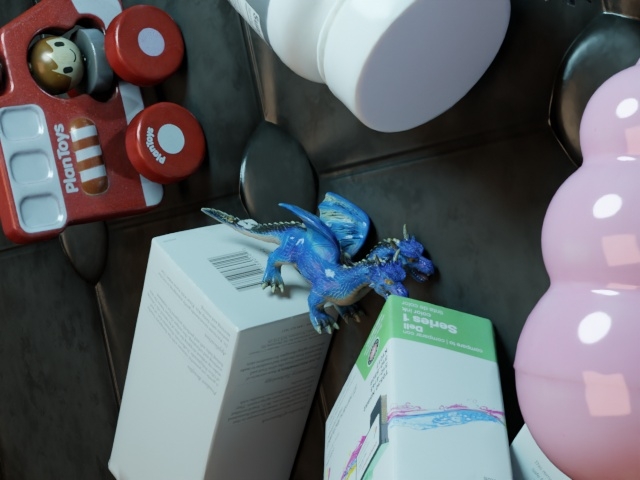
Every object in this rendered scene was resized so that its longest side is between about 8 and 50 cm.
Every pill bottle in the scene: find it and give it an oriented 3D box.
[{"bbox_3d":[0.001,-0.278,1.133,0.361,0.204,0.204,50,134,30],"label":"pill bottle"}]

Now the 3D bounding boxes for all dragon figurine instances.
[{"bbox_3d":[0.000,0.000,1.302,0.289,0.085,0.144,41,128,31],"label":"dragon figurine"}]

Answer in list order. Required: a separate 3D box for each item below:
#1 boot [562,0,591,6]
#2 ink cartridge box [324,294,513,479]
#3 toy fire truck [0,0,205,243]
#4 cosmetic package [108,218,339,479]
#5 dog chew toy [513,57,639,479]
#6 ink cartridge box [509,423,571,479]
[{"bbox_3d":[0.212,-0.249,0.962,0.045,0.099,0.121,9,107,48],"label":"boot"},{"bbox_3d":[0.084,0.222,1.126,0.278,0.117,0.201,-87,17,-52],"label":"ink cartridge box"},{"bbox_3d":[-0.304,-0.162,1.498,0.169,0.254,0.302,-13,89,51],"label":"toy fire truck"},{"bbox_3d":[-0.127,0.183,1.457,0.197,0.155,0.365,43,131,36],"label":"cosmetic package"},{"bbox_3d":[0.257,0.021,0.913,0.207,0.207,0.331,3,87,51],"label":"dog chew toy"},{"bbox_3d":[0.235,0.240,1.075,0.154,0.093,0.212,50,137,30],"label":"ink cartridge box"}]
